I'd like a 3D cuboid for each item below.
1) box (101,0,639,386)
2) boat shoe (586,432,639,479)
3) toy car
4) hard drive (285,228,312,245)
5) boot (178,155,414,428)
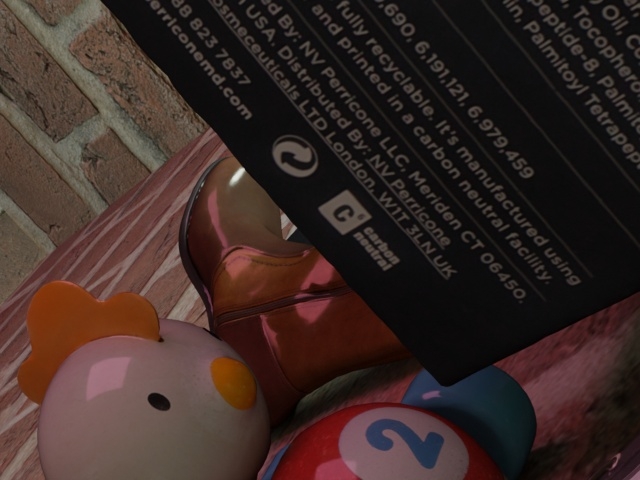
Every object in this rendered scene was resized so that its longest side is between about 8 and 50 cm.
[{"bbox_3d":[0.212,-0.246,0.765,0.472,0.297,0.480,-33,13,39],"label":"box"},{"bbox_3d":[0.119,0.118,0.588,0.228,0.080,0.076,-47,-6,-13],"label":"boat shoe"},{"bbox_3d":[-0.046,0.106,0.756,0.210,0.238,0.219,-33,14,35],"label":"toy car"},{"bbox_3d":[0.072,-0.050,1.456,0.255,0.054,0.172,-43,11,-11],"label":"hard drive"},{"bbox_3d":[0.000,0.000,1.184,0.280,0.096,0.264,-32,39,42],"label":"boot"}]
